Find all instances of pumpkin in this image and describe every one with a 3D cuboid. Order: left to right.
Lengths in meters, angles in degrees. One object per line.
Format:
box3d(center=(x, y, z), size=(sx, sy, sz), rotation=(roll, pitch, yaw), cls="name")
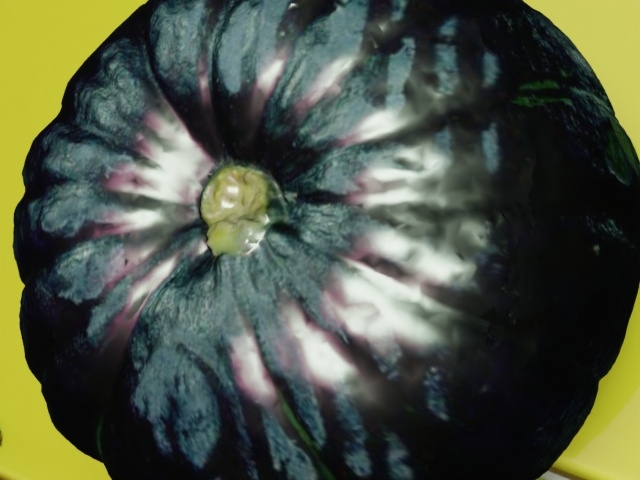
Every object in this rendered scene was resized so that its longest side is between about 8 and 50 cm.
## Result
box3d(center=(0.000, 0.000, 0.611), size=(0.363, 0.266, 0.363), rotation=(-4, 82, 26), cls="pumpkin")
